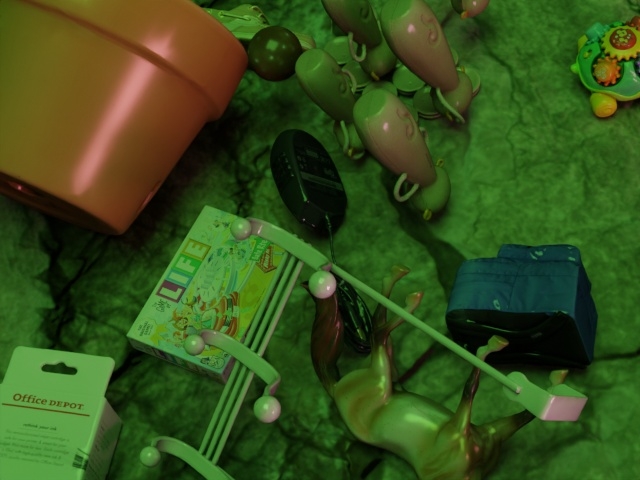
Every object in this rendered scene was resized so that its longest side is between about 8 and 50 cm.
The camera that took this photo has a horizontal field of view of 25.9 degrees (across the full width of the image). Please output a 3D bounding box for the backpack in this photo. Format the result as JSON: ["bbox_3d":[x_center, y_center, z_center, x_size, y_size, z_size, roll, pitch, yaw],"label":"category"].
[{"bbox_3d":[0.174,0.057,1.209,0.120,0.098,0.101,-3,48,23],"label":"backpack"}]

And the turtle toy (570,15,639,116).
[{"bbox_3d":[0.306,-0.179,1.343,0.130,0.066,0.095,-9,58,5],"label":"turtle toy"}]

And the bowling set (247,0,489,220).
[{"bbox_3d":[0.047,-0.171,1.348,0.199,0.154,0.287,3,59,34],"label":"bowling set"}]

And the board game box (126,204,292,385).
[{"bbox_3d":[-0.098,0.049,1.300,0.103,0.026,0.154,19,64,21],"label":"board game box"}]

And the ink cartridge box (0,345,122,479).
[{"bbox_3d":[-0.241,0.190,1.220,0.104,0.060,0.180,6,60,14],"label":"ink cartridge box"}]

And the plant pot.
[{"bbox_3d":[-0.238,-0.135,1.307,0.290,0.291,0.204,18,80,20],"label":"plant pot"}]

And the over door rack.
[{"bbox_3d":[0.014,0.151,1.107,0.324,0.108,0.240,29,104,25],"label":"over door rack"}]

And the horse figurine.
[{"bbox_3d":[0.082,0.133,1.167,0.263,0.066,0.174,32,107,26],"label":"horse figurine"}]

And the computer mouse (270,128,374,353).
[{"bbox_3d":[0.000,0.000,1.302,0.041,0.071,0.242,-35,56,31],"label":"computer mouse"}]

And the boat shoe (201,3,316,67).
[{"bbox_3d":[-0.081,-0.216,1.439,0.170,0.063,0.059,9,67,16],"label":"boat shoe"}]

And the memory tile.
[{"bbox_3d":[0.081,-0.174,1.414,0.113,0.012,0.148,-32,59,-10],"label":"memory tile"}]
